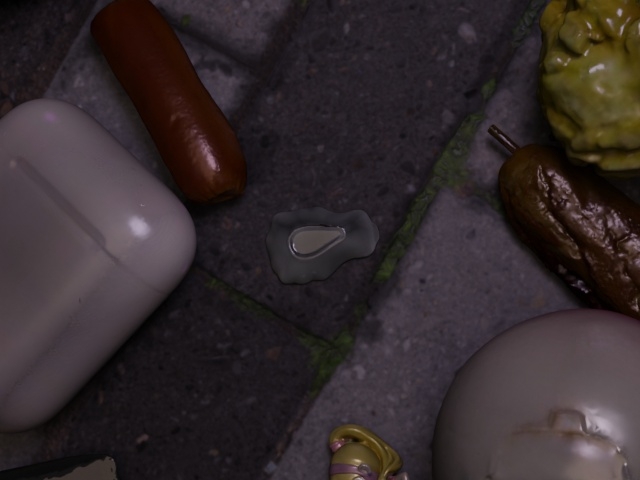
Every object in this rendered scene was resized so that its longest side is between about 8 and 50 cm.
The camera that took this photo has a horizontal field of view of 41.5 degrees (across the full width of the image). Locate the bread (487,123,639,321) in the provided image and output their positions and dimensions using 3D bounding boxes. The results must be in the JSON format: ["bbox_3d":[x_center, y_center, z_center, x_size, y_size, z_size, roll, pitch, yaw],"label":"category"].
[{"bbox_3d":[0.308,-0.005,0.941,0.124,0.084,0.344,-44,81,1],"label":"bread"}]

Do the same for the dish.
[{"bbox_3d":[0.000,0.000,1.001,0.137,0.039,0.091,-12,83,7],"label":"dish"}]

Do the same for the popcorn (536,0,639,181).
[{"bbox_3d":[0.332,-0.164,0.902,0.192,0.233,0.266,-28,119,35],"label":"popcorn"}]

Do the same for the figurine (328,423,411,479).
[{"bbox_3d":[0.089,0.274,0.954,0.187,0.083,0.083,20,88,15],"label":"figurine"}]

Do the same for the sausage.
[{"bbox_3d":[-0.183,-0.174,1.018,0.089,0.083,0.300,-35,81,15],"label":"sausage"}]

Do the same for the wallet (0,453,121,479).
[{"bbox_3d":[-0.348,0.355,1.011,0.245,0.052,0.169,-12,83,1],"label":"wallet"}]

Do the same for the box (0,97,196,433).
[{"bbox_3d":[-0.337,0.028,0.990,0.288,0.141,0.349,43,92,10],"label":"box"}]

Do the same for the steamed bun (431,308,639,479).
[{"bbox_3d":[0.267,0.194,0.848,0.309,0.309,0.309,-1,85,7],"label":"steamed bun"}]
